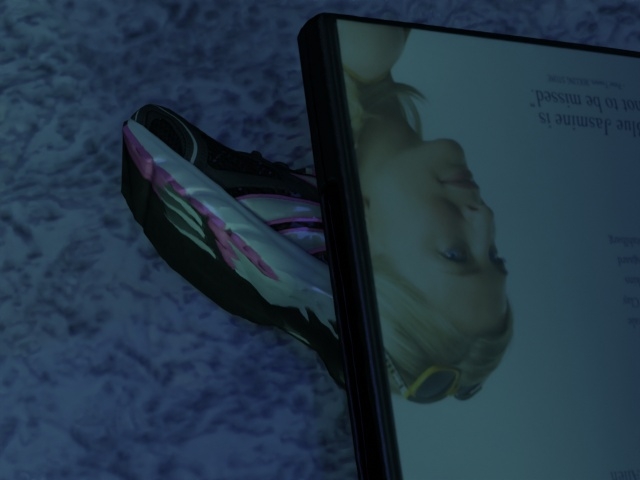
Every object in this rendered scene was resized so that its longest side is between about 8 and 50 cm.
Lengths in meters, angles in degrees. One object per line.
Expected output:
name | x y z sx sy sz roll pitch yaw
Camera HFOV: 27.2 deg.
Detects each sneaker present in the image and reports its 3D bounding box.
sneaker | 0.000 0.000 0.539 0.178 0.072 0.077 38 64 -1

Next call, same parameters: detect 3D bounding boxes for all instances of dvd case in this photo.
dvd case | 0.088 0.037 0.511 0.180 0.022 0.253 2 71 -30
